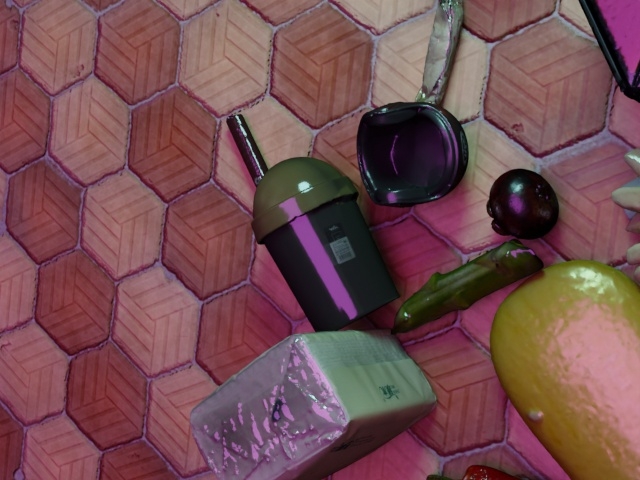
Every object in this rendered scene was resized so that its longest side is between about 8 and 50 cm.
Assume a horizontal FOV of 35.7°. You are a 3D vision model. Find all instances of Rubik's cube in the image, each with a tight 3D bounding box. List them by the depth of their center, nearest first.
[{"bbox_3d":[0.563,-0.372,1.556,0.248,0.250,0.246,-25,80,27],"label":"Rubik's cube"}]

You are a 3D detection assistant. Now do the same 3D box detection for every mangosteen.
[{"bbox_3d":[0.348,-0.056,1.750,0.140,0.140,0.140,1,91,27],"label":"mangosteen"}]

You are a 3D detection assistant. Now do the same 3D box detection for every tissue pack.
[{"bbox_3d":[-0.009,0.306,1.787,0.297,0.380,0.207,-38,71,23],"label":"tissue pack"}]

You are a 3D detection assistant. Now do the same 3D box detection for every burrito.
[{"bbox_3d":[0.222,-0.348,1.831,0.058,0.063,0.229,19,102,15],"label":"burrito"}]

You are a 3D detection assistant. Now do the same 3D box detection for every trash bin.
[{"bbox_3d":[0.000,0.000,1.875,0.214,0.214,0.334,-31,86,24],"label":"trash bin"}]

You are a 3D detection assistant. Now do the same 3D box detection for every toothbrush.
[{"bbox_3d":[-0.104,-0.095,2.015,0.041,0.041,0.364,-30,78,24],"label":"toothbrush"}]

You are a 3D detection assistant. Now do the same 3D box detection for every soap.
[{"bbox_3d":[0.475,0.241,1.689,0.306,0.115,0.427,-39,74,26],"label":"soap"}]

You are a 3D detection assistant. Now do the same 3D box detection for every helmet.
[{"bbox_3d":[0.163,-0.157,1.791,0.216,0.193,0.189,-4,96,35],"label":"helmet"}]

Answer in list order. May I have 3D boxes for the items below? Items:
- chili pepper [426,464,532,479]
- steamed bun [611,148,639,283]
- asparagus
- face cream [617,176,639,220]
[{"bbox_3d":[0.353,0.477,1.758,0.387,0.110,0.110,14,97,29],"label":"chili pepper"},{"bbox_3d":[0.606,-0.030,1.563,0.247,0.189,0.428,-5,108,-7],"label":"steamed bun"},{"bbox_3d":[0.258,0.084,1.802,0.343,0.082,0.085,-32,45,37],"label":"asparagus"},{"bbox_3d":[0.599,-0.095,1.649,0.198,0.057,0.084,-27,88,25],"label":"face cream"}]
